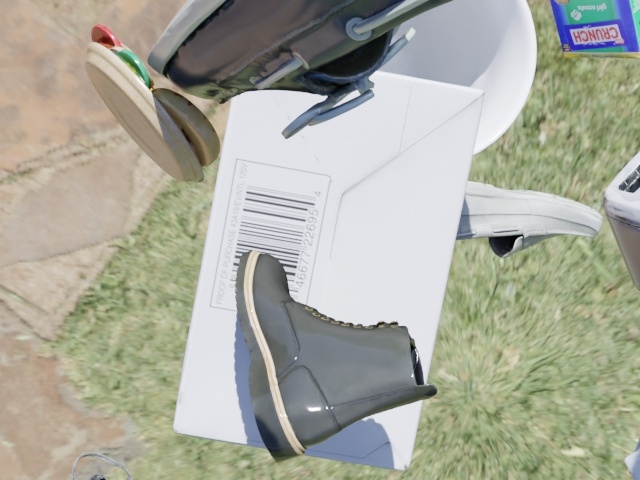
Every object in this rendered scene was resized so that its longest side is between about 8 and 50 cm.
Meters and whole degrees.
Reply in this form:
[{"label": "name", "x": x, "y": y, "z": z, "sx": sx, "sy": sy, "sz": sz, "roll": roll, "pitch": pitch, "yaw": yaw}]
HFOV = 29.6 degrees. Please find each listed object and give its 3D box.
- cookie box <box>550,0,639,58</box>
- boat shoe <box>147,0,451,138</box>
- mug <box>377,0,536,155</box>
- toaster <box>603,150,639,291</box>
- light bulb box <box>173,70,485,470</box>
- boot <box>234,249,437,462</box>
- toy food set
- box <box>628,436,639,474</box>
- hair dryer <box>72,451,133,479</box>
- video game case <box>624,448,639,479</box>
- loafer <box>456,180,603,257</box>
[{"label": "cookie box", "x": 0.272, "y": -0.233, "z": 1.181, "sx": 0.040, "sy": 0.091, "sz": 0.107, "roll": -39, "pitch": 121, "yaw": -33}, {"label": "boat shoe", "x": 0.001, "y": -0.093, "z": 0.473, "sx": 0.079, "sy": 0.254, "sz": 0.095, "roll": 43, "pitch": 67, "yaw": -8}, {"label": "mug", "x": 0.063, "y": -0.283, "z": 1.588, "sx": 0.276, "sy": 0.328, "sz": 0.374, "roll": -34, "pitch": 105, "yaw": -11}, {"label": "toaster", "x": 0.409, "y": -0.031, "z": 1.345, "sx": 0.227, "sy": 0.129, "sz": 0.146, "roll": -42, "pitch": 121, "yaw": -14}, {"label": "light bulb box", "x": 0.000, "y": 0.000, "z": 1.236, "sx": 0.225, "sy": 0.361, "sz": 0.358, "roll": 11, "pitch": 96, "yaw": -4}, {"label": "boot", "x": 0.011, "y": 0.074, "z": 0.974, "sx": 0.137, "sy": 0.077, "sz": 0.198, "roll": -21, "pitch": 51, "yaw": 8}, {"label": "toy food set", "x": -0.079, "y": -0.061, "z": 0.556, "sx": 0.020, "sy": 0.083, "sz": 0.082, "roll": -41, "pitch": 88, "yaw": -12}, {"label": "box", "x": 0.551, "y": 0.277, "z": 1.746, "sx": 0.119, "sy": 0.181, "sz": 0.182, "roll": 20, "pitch": 91, "yaw": 33}, {"label": "hair dryer", "x": -0.323, "y": 0.409, "z": 1.623, "sx": 0.223, "sy": 0.080, "sz": 0.293, "roll": -27, "pitch": 49, "yaw": -19}, {"label": "video game case", "x": 0.515, "y": 0.317, "z": 1.516, "sx": 0.227, "sy": 0.026, "sz": 0.206, "roll": -41, "pitch": 60, "yaw": 34}, {"label": "loafer", "x": 0.300, "y": -0.027, "z": 1.912, "sx": 0.319, "sy": 0.112, "sz": 0.112, "roll": 7, "pitch": 93, "yaw": -20}]
